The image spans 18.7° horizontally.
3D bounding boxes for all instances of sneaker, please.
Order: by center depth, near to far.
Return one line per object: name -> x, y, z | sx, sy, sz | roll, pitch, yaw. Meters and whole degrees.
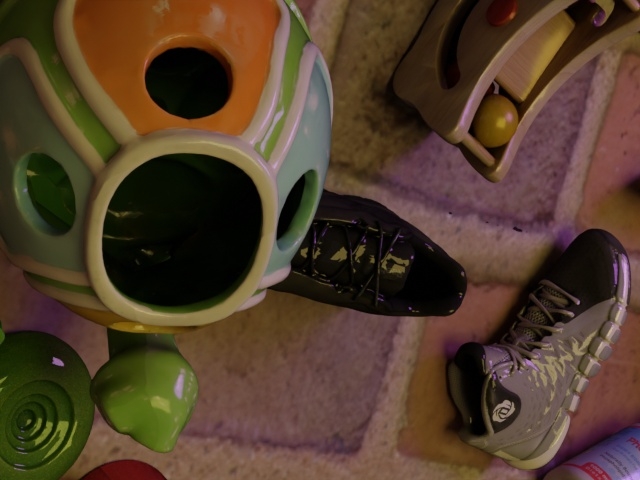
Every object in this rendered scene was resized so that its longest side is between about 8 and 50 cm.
sneaker -> 0.000, 0.000, 1.493 | 0.286, 0.130, 0.109 | 10, 98, -41
sneaker -> 0.185, 0.087, 1.713 | 0.132, 0.086, 0.228 | 20, 91, -40

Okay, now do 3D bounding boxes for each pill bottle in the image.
pill bottle -> 0.291, 0.226, 1.844 | 0.160, 0.087, 0.087 | -24, 118, -34

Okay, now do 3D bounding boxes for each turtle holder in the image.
turtle holder -> -0.122, -0.036, 1.265 | 0.243, 0.227, 0.320 | 26, 113, -27

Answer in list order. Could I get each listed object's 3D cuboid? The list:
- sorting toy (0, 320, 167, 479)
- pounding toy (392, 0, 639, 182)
sorting toy -> -0.175, 0.156, 1.391 | 0.127, 0.126, 0.365 | -47, 129, -20
pounding toy -> 0.196, -0.164, 1.595 | 0.155, 0.154, 0.269 | 39, 77, -41
